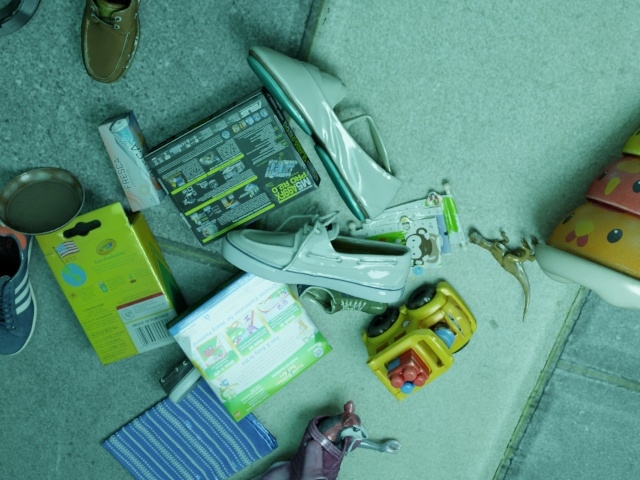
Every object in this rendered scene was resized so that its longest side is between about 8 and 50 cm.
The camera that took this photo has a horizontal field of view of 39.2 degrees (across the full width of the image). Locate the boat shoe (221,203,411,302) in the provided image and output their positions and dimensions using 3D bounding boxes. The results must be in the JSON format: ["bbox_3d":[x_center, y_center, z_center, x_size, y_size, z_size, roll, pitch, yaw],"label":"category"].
[{"bbox_3d":[0.001,0.004,1.714,0.367,0.136,0.157,14,116,-3],"label":"boat shoe"}]

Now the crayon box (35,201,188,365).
[{"bbox_3d":[-0.414,0.079,1.824,0.202,0.081,0.319,-18,110,11],"label":"crayon box"}]

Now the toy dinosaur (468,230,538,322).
[{"bbox_3d":[0.382,0.046,1.772,0.211,0.064,0.112,49,126,-5],"label":"toy dinosaur"}]

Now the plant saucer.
[{"bbox_3d":[-0.541,-0.071,1.743,0.168,0.168,0.029,5,142,2],"label":"plant saucer"}]

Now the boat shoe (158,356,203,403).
[{"bbox_3d":[-0.255,0.241,1.886,0.076,0.080,0.228,45,105,11],"label":"boat shoe"}]

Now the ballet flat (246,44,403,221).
[{"bbox_3d":[0.020,-0.219,1.659,0.139,0.139,0.400,-30,111,15],"label":"ballet flat"}]

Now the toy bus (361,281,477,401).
[{"bbox_3d":[0.196,0.212,1.764,0.220,0.211,0.149,-35,104,15],"label":"toy bus"}]

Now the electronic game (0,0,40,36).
[{"bbox_3d":[-0.616,-0.483,1.626,0.229,0.048,0.229,1,112,2],"label":"electronic game"}]

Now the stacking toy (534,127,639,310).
[{"bbox_3d":[0.623,-0.103,1.602,0.350,0.350,0.480,21,93,-5],"label":"stacking toy"}]

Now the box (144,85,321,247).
[{"bbox_3d":[-0.168,-0.139,1.729,0.270,0.060,0.216,-27,109,15],"label":"box"}]

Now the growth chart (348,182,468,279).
[{"bbox_3d":[0.174,-0.001,1.780,0.237,0.021,0.172,-20,110,13],"label":"growth chart"}]

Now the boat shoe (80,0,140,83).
[{"bbox_3d":[-0.377,-0.422,1.602,0.110,0.104,0.307,15,113,-2],"label":"boat shoe"}]

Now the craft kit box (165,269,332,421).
[{"bbox_3d":[-0.141,0.196,1.815,0.250,0.061,0.247,-36,104,-9],"label":"craft kit box"}]

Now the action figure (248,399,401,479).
[{"bbox_3d":[-0.011,0.476,1.930,0.275,0.248,0.370,31,115,20],"label":"action figure"}]

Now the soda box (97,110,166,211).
[{"bbox_3d":[-0.363,-0.152,1.738,0.063,0.058,0.183,-15,111,10],"label":"soda box"}]

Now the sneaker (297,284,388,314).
[{"bbox_3d":[0.039,0.121,1.798,0.192,0.086,0.064,23,131,-4],"label":"sneaker"}]

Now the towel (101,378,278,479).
[{"bbox_3d":[-0.289,0.454,1.992,0.336,0.040,0.243,-35,105,17],"label":"towel"}]

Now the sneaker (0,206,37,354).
[{"bbox_3d":[-0.654,0.096,1.813,0.131,0.148,0.350,7,113,1],"label":"sneaker"}]
